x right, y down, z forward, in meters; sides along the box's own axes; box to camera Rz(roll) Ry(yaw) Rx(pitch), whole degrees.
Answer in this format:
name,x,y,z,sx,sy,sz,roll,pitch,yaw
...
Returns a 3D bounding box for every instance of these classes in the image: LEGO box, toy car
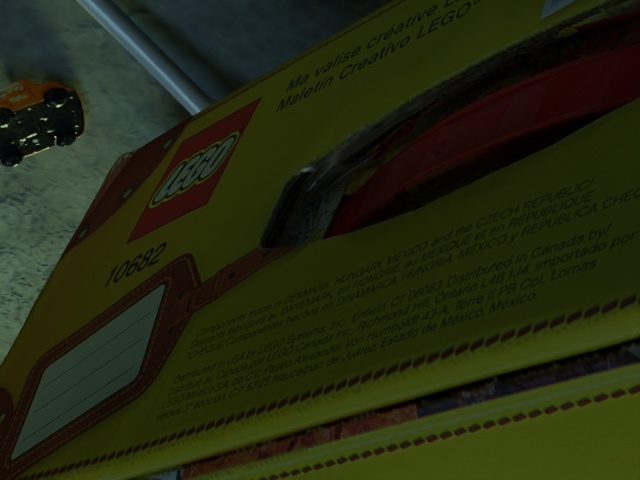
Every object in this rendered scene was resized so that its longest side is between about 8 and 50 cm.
name,x,y,z,sx,sy,sz,roll,pitch,yaw
LEGO box,0.168,0.076,0.475,0.372,0.193,0.500,40,143,-23
toy car,-0.172,-0.090,0.788,0.040,0.060,0.122,51,173,41

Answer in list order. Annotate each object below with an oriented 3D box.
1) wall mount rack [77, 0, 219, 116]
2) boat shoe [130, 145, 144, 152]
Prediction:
name,x,y,z,sx,sy,sz,roll,pitch,yaw
wall mount rack,-0.100,-0.145,0.625,0.304,0.131,0.350,6,157,-37
boat shoe,0.000,0.000,0.802,0.226,0.083,0.076,26,136,-28
